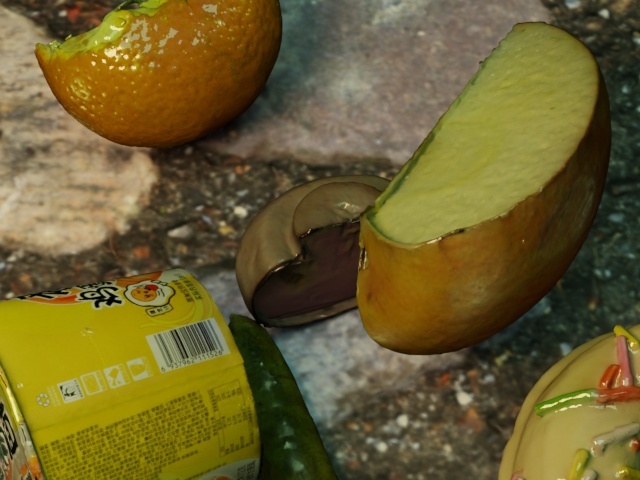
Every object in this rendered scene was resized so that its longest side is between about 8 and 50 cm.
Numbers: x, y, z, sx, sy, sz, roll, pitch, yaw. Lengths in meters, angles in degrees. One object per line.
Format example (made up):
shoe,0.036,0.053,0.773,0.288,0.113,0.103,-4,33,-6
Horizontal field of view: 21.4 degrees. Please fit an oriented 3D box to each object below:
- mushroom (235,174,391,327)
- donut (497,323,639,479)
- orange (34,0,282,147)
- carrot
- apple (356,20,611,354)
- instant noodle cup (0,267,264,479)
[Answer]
mushroom,0.000,0.000,1.560,0.188,0.141,0.117,-24,45,-21
donut,0.309,0.235,1.455,0.307,0.150,0.371,-12,65,-11
orange,-0.138,-0.173,1.610,0.237,0.179,0.158,-34,92,-24
carrot,-0.013,0.215,1.482,0.074,0.074,0.358,-19,65,-14
apple,0.161,-0.042,1.513,0.179,0.254,0.346,39,54,-2
instant noodle cup,-0.182,0.144,1.411,0.200,0.264,0.264,-19,66,-24
